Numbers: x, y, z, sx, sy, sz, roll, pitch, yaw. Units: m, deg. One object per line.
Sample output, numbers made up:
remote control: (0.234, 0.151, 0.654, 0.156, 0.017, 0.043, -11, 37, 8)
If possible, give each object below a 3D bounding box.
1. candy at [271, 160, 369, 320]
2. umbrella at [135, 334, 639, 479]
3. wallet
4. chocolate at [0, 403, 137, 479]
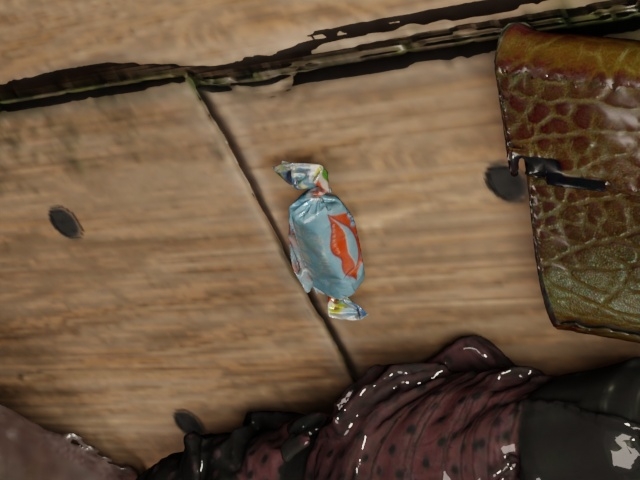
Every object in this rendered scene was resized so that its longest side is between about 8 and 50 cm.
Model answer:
candy: (-0.001, 0.000, 0.711, 0.030, 0.020, 0.083, 13, 136, 30)
umbrella: (0.024, 0.099, 0.734, 0.326, 0.090, 0.094, -23, 108, 48)
wallet: (0.175, 0.000, 0.556, 0.243, 0.039, 0.133, 10, 134, 32)
chocolate: (-0.249, 0.099, 0.871, 0.321, 0.112, 0.112, 32, 154, -27)
